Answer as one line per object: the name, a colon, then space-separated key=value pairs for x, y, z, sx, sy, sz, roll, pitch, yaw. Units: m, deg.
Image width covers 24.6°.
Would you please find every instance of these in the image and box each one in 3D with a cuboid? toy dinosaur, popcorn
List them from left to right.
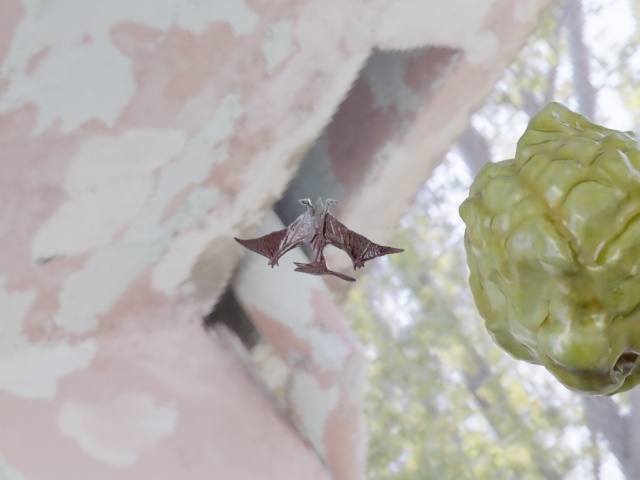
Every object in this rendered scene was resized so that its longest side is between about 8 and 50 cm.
toy dinosaur: x=0.000 y=-0.001 z=1.854 sx=0.220 sy=0.032 sz=0.108 roll=3 pitch=-80 yaw=-5
popcorn: x=0.226 y=0.009 z=1.275 sx=0.195 sy=0.255 sz=0.256 roll=-20 pitch=-10 yaw=-32
